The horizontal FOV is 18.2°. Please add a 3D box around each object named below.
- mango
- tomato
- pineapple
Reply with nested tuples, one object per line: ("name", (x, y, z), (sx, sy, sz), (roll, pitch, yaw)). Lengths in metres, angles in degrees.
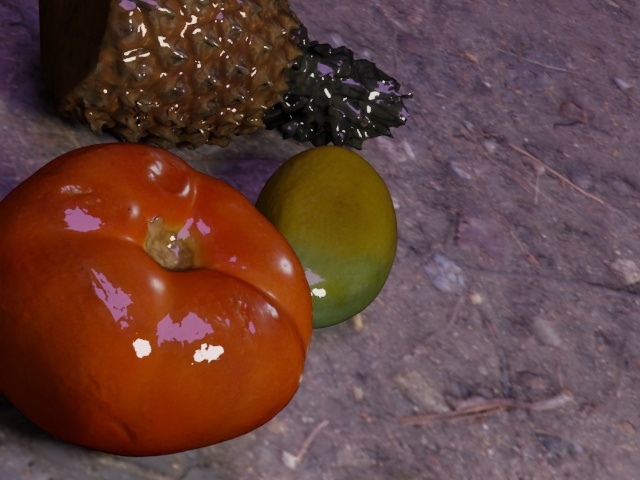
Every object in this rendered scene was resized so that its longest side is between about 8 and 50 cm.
("mango", (0.000, 0.000, 1.689), (0.130, 0.092, 0.195), (31, 40, -2))
("tomato", (-0.133, 0.053, 1.451), (0.260, 0.180, 0.260), (18, 40, -16))
("pineapple", (-0.075, -0.166, 1.760), (0.362, 0.202, 0.202), (12, 39, -36))
